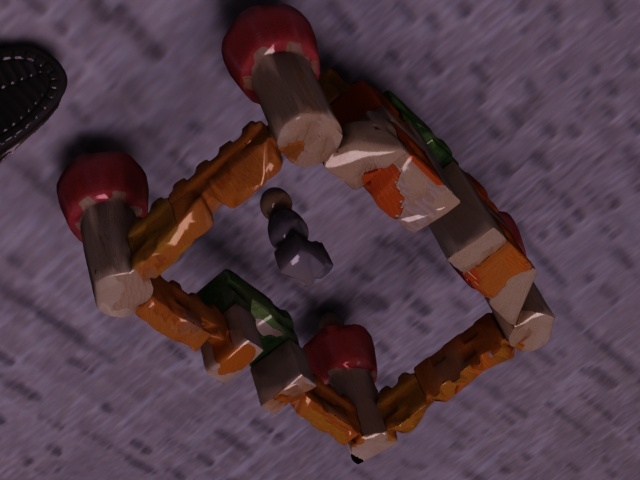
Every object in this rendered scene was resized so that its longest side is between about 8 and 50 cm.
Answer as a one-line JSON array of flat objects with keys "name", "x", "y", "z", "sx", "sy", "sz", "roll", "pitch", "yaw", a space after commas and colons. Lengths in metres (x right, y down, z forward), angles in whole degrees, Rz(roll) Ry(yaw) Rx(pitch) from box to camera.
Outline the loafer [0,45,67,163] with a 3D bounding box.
[{"name": "loafer", "x": -0.317, "y": -0.091, "z": 0.985, "sx": 0.220, "sy": 0.080, "sz": 0.078, "roll": -36, "pitch": 177, "yaw": -1}]

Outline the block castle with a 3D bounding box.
[{"name": "block castle", "x": 0.000, "y": 0.000, "z": 1.106, "sx": 0.303, "sy": 0.212, "sz": 0.453, "roll": -39, "pitch": 131, "yaw": 16}]
